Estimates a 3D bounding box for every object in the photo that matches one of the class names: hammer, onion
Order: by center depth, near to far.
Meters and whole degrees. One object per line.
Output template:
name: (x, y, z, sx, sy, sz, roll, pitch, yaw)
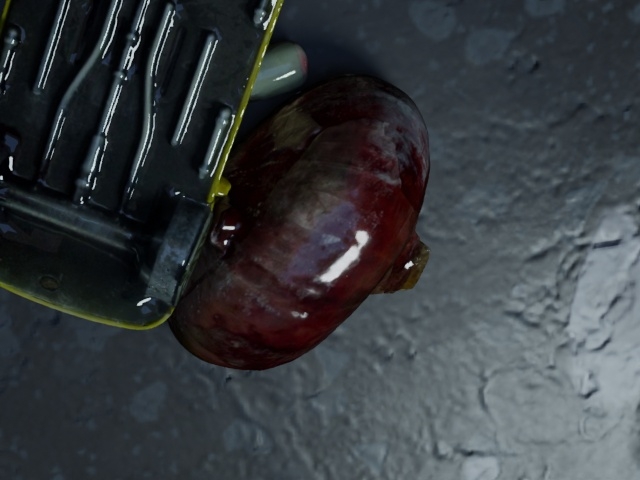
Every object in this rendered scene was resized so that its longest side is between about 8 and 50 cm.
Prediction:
onion: (0.000, 0.000, 0.875, 0.151, 0.098, 0.206, 27, 96, -13)
hammer: (-0.040, -0.127, 0.876, 0.052, 0.031, 0.083, -18, 99, -7)

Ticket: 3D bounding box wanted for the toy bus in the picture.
toy bus: (-0.091, -0.125, 0.787, 0.144, 0.152, 0.330, 21, 107, -2)
